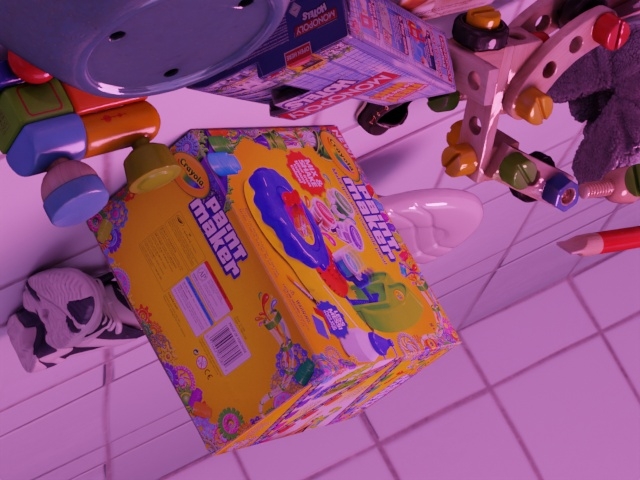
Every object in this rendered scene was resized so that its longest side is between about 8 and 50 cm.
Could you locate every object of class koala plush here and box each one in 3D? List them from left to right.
[{"bbox_3d":[0.411,-0.180,2.284,0.221,0.196,0.203,-12,164,-35],"label":"koala plush"}]

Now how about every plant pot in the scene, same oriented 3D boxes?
[{"bbox_3d":[-0.117,-0.203,1.159,0.290,0.195,0.290,-20,162,-7],"label":"plant pot"}]

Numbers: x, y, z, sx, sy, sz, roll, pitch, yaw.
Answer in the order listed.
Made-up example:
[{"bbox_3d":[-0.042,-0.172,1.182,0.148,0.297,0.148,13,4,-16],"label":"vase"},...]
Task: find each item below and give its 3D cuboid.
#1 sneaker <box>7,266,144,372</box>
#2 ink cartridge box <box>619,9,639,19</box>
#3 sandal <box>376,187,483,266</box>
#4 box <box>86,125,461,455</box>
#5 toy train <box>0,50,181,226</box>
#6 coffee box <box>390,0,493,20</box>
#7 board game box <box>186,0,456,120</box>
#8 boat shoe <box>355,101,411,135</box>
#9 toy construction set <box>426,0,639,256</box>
[{"bbox_3d":[-0.250,0.070,2.145,0.153,0.094,0.235,-23,165,-29],"label":"sneaker"},{"bbox_3d":[0.514,-0.355,2.229,0.308,0.091,0.385,-17,178,-42],"label":"ink cartridge box"},{"bbox_3d":[-0.005,-0.005,2.367,0.416,0.102,0.169,-19,154,15],"label":"sandal"},{"bbox_3d":[-0.047,0.045,2.043,0.177,0.290,0.279,-38,164,29],"label":"box"},{"bbox_3d":[-0.158,-0.104,1.603,0.248,0.143,0.105,-18,162,-38],"label":"toy train"},{"bbox_3d":[0.127,-0.289,1.597,0.141,0.098,0.246,-19,163,-32],"label":"coffee box"},{"bbox_3d":[0.013,-0.149,1.619,0.194,0.060,0.194,-21,160,39],"label":"board game box"},{"bbox_3d":[0.072,-0.142,2.130,0.049,0.042,0.133,-27,167,-15],"label":"boat shoe"},{"bbox_3d":[0.205,-0.115,2.006,0.237,0.309,0.257,-9,149,-41],"label":"toy construction set"}]
